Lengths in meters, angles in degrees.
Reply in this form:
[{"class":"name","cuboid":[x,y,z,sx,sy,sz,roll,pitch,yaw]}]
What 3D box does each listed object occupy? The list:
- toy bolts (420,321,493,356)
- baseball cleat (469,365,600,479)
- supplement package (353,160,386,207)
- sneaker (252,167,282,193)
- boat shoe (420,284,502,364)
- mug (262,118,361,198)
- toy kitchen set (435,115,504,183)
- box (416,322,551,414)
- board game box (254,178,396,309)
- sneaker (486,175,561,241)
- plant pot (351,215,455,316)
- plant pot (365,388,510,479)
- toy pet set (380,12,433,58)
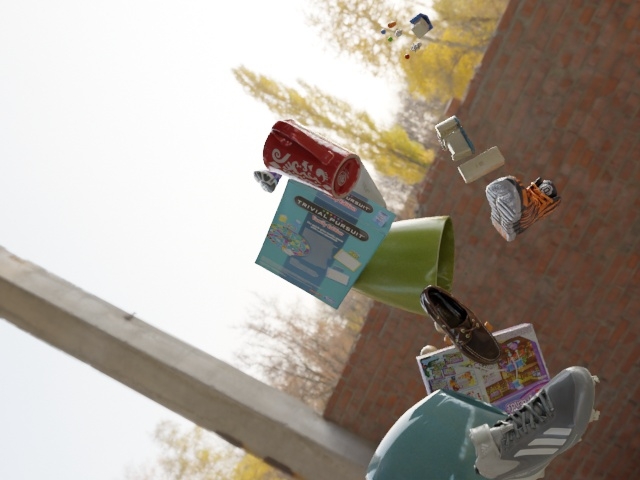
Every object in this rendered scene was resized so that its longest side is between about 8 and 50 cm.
[{"class":"toy bolts","cuboid":[0.433,0.333,1.883,0.218,0.158,0.228,-17,-46,-62]},{"class":"baseball cleat","cuboid":[0.247,0.230,0.701,0.072,0.109,0.206,-96,18,-58]},{"class":"supplement package","cuboid":[0.122,-0.133,2.064,0.175,0.177,0.293,-29,-10,4]},{"class":"sneaker","cuboid":[-0.123,-0.162,1.426,0.071,0.068,0.170,-41,13,-4]},{"class":"boat shoe","cuboid":[0.287,0.173,1.193,0.073,0.207,0.073,-45,-15,-14]},{"class":"mug","cuboid":[-0.024,-0.153,1.109,0.150,0.169,0.113,-2,-62,-57]},{"class":"toy kitchen set","cuboid":[0.451,-0.272,1.757,0.122,0.207,0.166,-27,-17,10]},{"class":"box","cuboid":[0.406,0.342,1.429,0.057,0.293,0.201,77,177,-84]},{"class":"board game box","cuboid":[0.000,0.000,1.428,0.079,0.254,0.336,-60,-1,-42]},{"class":"sneaker","cuboid":[0.565,-0.125,1.603,0.180,0.124,0.321,-35,-23,1]},{"class":"plant pot","cuboid":[0.197,0.062,1.583,0.275,0.293,0.274,4,-90,-68]},{"class":"plant pot","cuboid":[0.249,0.385,1.052,0.290,0.290,0.195,44,-115,-82]},{"class":"toy pet set","cuboid":[0.262,-0.621,1.713,0.114,0.122,0.065,-26,36,41]}]
